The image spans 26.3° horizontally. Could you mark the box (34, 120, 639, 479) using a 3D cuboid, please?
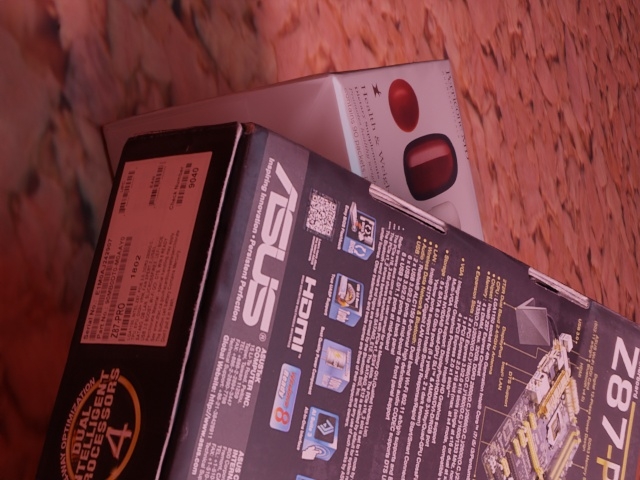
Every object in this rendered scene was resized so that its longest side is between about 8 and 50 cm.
[{"bbox_3d":[0.009,0.185,0.617,0.318,0.097,0.395,23,72,-39],"label":"box"}]

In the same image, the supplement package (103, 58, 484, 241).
[{"bbox_3d":[0.000,0.000,0.832,0.203,0.149,0.194,-25,104,-66],"label":"supplement package"}]
